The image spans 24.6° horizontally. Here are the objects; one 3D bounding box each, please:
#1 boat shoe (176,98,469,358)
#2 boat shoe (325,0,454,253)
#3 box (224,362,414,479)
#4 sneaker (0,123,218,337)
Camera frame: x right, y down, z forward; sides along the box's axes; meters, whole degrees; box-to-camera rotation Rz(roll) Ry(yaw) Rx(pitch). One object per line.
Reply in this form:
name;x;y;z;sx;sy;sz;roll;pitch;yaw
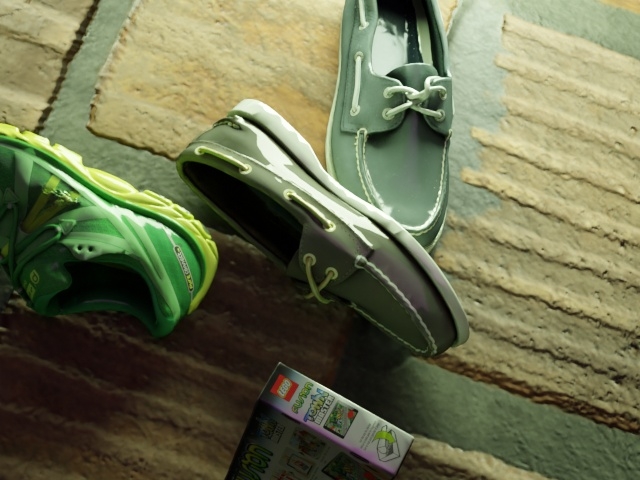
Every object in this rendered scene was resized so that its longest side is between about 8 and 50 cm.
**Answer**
boat shoe;-0.001;0.003;1.286;0.091;0.109;0.305;-37;69;-27
boat shoe;0.070;-0.137;1.380;0.116;0.099;0.319;5;61;-11
box;-0.008;0.175;1.128;0.114;0.207;0.036;29;59;4
sneaker;-0.233;-0.008;1.233;0.295;0.109;0.123;21;55;-2
